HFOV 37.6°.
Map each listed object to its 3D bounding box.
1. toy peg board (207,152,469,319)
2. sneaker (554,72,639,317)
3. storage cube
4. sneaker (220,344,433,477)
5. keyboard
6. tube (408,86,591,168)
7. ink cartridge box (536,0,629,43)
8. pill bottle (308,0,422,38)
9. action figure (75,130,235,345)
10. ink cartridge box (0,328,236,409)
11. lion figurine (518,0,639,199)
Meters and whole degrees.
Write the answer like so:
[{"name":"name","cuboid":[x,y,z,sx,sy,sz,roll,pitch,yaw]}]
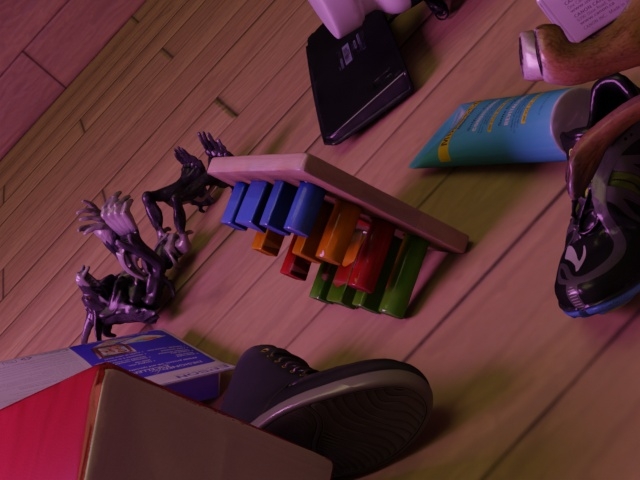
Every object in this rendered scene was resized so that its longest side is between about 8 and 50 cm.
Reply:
[{"name":"toy peg board","cuboid":[0.000,0.000,0.746,0.161,0.161,0.079,5,73,59]},{"name":"sneaker","cuboid":[0.175,-0.031,0.592,0.067,0.078,0.188,-19,39,46]},{"name":"storage cube","cuboid":[-0.128,0.209,0.566,0.193,0.215,0.183,-26,45,37]},{"name":"sneaker","cuboid":[-0.011,0.109,0.682,0.222,0.083,0.118,-30,31,34]},{"name":"keyboard","cuboid":[0.069,-0.235,1.093,0.201,0.033,0.317,-40,28,19]},{"name":"tube","cuboid":[0.146,-0.089,0.762,0.080,0.052,0.207,-45,18,-15]},{"name":"ink cartridge box","cuboid":[0.316,-0.332,0.807,0.296,0.066,0.261,-31,32,30]},{"name":"pill bottle","cuboid":[0.096,-0.336,0.992,0.265,0.153,0.153,-32,28,3]},{"name":"action figure","cuboid":[-0.212,-0.001,1.080,0.164,0.141,0.275,-5,45,52]},{"name":"ink cartridge box","cuboid":[-0.203,0.133,0.846,0.206,0.045,0.208,-10,8,-27]},{"name":"lion figurine","cuboid":[0.238,-0.211,0.598,0.240,0.142,0.392,-6,66,8]}]
